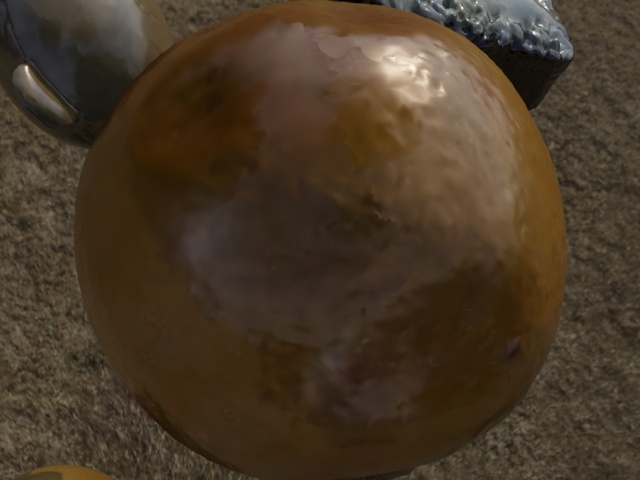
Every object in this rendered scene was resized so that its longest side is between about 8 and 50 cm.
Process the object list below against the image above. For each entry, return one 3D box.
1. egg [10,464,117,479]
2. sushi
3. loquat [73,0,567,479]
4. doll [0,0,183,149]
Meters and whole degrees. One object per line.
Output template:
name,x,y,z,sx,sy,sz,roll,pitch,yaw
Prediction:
egg,-0.312,0.441,0.836,0.250,0.250,0.323,-16,87,-20
sushi,0.152,-0.247,0.841,0.343,0.182,0.197,5,61,-26
loquat,0.000,0.000,0.464,0.328,0.328,0.329,5,58,-8
doll,-0.188,-0.162,0.715,0.174,0.330,0.235,-21,65,25
